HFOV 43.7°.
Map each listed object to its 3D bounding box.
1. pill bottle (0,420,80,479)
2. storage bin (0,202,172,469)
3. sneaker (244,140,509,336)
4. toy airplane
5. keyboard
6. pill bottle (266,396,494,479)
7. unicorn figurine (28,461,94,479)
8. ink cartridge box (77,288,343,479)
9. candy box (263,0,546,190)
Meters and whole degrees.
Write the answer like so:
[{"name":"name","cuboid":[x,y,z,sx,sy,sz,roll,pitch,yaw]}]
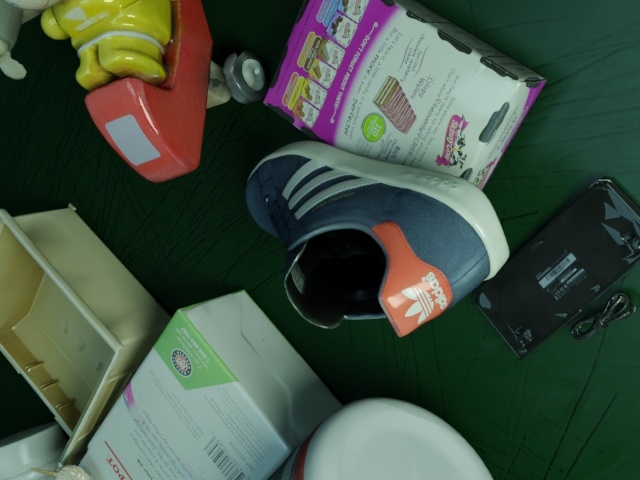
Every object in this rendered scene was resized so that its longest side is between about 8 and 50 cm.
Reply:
[{"name":"pill bottle","cuboid":[-0.395,0.428,1.164,0.169,0.169,0.301,-19,90,36]},{"name":"storage bin","cuboid":[-0.356,0.130,1.098,0.262,0.123,0.260,43,121,19]},{"name":"sneaker","cuboid":[0.000,0.000,0.749,0.350,0.148,0.131,11,138,55]},{"name":"toy airplane","cuboid":[-0.222,-0.299,0.816,0.384,0.272,0.386,38,118,22]},{"name":"keyboard","cuboid":[0.232,0.040,0.734,0.108,0.023,0.180,54,125,21]},{"name":"pill bottle","cuboid":[0.002,0.334,0.803,0.210,0.210,0.363,49,129,16]},{"name":"unicorn figurine","cuboid":[-0.289,0.347,1.003,0.162,0.060,0.111,25,116,12]},{"name":"ink cartridge box","cuboid":[-0.152,0.255,0.987,0.207,0.119,0.353,48,123,17]},{"name":"candy box","cuboid":[0.073,-0.143,0.770,0.233,0.071,0.159,39,121,22]}]
